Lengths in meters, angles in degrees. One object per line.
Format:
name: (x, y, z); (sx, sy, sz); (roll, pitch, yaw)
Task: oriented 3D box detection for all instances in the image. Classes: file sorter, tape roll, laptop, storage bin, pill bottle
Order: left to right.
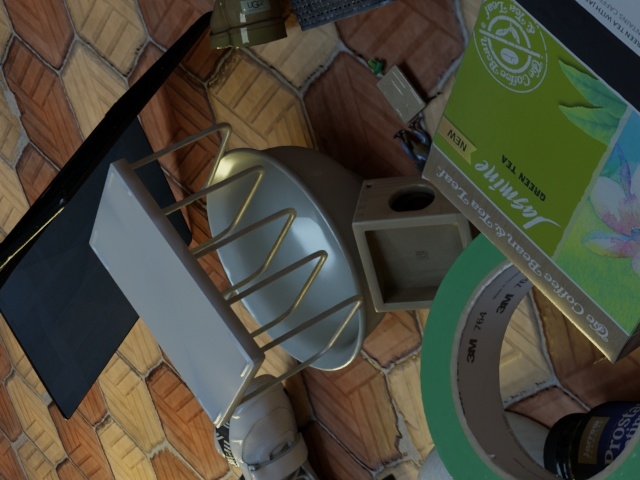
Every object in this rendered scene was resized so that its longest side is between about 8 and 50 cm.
laptop: (-0.245, -0.027, 1.896); (0.236, 0.382, 0.408); (41, 140, -13)
file sorter: (-0.112, 0.031, 1.651); (0.278, 0.173, 0.193); (53, 150, 14)
storage bin: (0.050, -0.284, 1.449); (0.180, 0.122, 0.084); (-3, 113, 57)
tape roll: (0.242, 0.126, 1.392); (0.321, 0.077, 0.321); (-7, 81, 43)
pill bottle: (0.333, 0.226, 1.462); (0.219, 0.122, 0.123); (-9, 108, 58)

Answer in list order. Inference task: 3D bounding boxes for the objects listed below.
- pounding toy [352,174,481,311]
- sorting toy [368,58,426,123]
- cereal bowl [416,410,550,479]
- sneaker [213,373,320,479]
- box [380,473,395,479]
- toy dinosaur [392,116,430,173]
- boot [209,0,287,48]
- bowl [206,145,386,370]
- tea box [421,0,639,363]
pounding toy: (0.146, -0.026, 1.546); (0.206, 0.094, 0.181); (-5, 126, 17)
sorting toy: (0.084, -0.176, 1.601); (0.083, 0.012, 0.062); (54, 154, 3)
cereal bowl: (0.230, 0.384, 1.741); (0.339, 0.141, 0.339); (37, 142, 36)
sneaker: (-0.039, 0.365, 2.144); (0.210, 0.137, 0.366); (38, 148, 33)
box: (0.118, 0.423, 2.056); (0.162, 0.029, 0.116); (54, 149, 9)
toy dinosaur: (0.123, -0.097, 1.607); (0.082, 0.047, 0.090); (53, -176, -5)
boot: (-0.099, -0.362, 1.648); (0.236, 0.089, 0.270); (-155, 53, -73)
bowl: (0.000, 0.000, 1.761); (0.298, 0.134, 0.298); (38, 143, 35)
tea box: (0.287, -0.142, 1.006); (0.220, 0.329, 0.324); (46, 147, 23)
